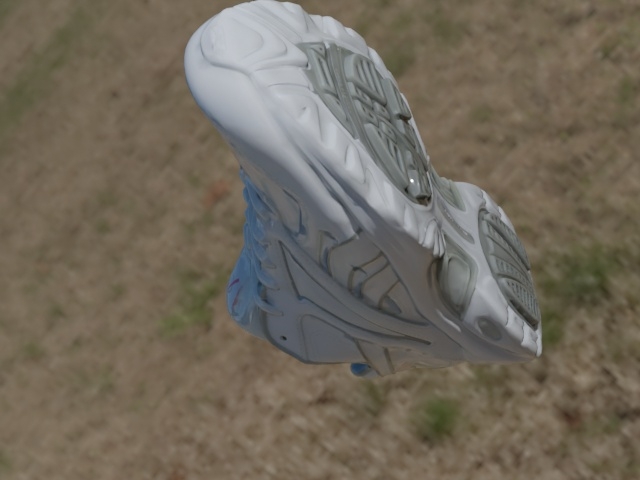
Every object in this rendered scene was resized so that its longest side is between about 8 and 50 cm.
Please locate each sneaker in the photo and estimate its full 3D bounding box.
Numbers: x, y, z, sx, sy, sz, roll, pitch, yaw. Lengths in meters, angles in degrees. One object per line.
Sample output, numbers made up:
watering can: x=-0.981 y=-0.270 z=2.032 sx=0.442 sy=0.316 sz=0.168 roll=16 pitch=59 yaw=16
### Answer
sneaker: x=0.000 y=0.000 z=0.631 sx=0.115 sy=0.232 sz=0.090 roll=-23 pitch=47 yaw=19
